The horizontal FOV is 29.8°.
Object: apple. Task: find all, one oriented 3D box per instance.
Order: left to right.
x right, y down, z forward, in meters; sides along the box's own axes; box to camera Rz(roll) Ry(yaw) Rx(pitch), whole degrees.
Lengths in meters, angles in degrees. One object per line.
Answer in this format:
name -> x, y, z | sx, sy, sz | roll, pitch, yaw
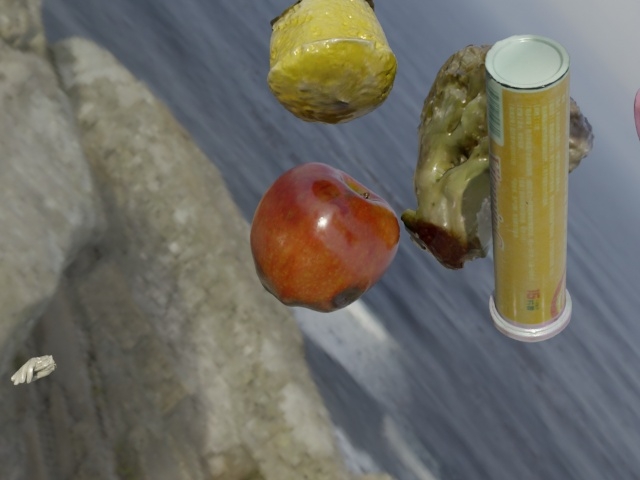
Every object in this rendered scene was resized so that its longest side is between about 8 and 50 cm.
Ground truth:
apple -> 0.000, 0.000, 1.831 | 0.230, 0.230, 0.230 | 44, 15, -15

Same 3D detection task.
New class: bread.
bread -> 0.014, -0.261, 1.720 | 0.197, 0.197, 0.171 | 33, 39, -45

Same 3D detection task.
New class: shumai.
shumai -> 0.219, -0.124, 1.773 | 0.217, 0.283, 0.346 | 45, -3, -30

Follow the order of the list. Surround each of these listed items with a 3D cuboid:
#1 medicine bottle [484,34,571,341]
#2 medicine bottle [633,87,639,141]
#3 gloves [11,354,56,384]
medicine bottle -> 0.249, -0.048, 1.426 | 0.426, 0.108, 0.108 | 79, -13, -48
medicine bottle -> 0.389, -0.123, 1.096 | 0.094, 0.188, 0.119 | 51, 46, -31
gloves -> -0.427, 0.195, 1.817 | 0.037, 0.081, 0.044 | 46, -27, 32
